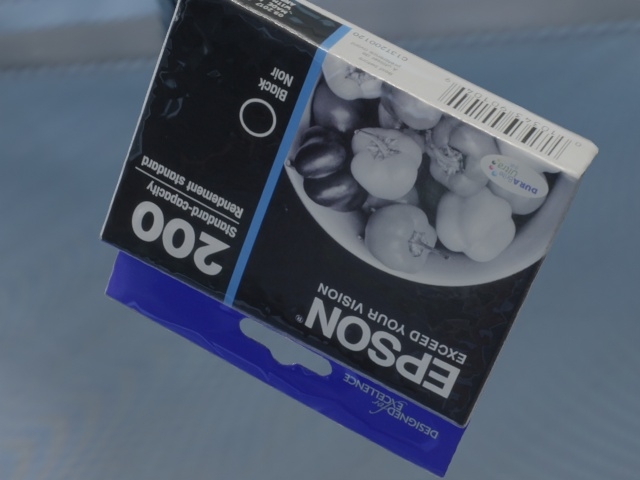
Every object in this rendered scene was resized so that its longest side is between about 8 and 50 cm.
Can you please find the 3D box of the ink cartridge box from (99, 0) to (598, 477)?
[{"bbox_3d":[0.000,0.000,0.945,0.206,0.208,0.045,27,32,11],"label":"ink cartridge box"}]
